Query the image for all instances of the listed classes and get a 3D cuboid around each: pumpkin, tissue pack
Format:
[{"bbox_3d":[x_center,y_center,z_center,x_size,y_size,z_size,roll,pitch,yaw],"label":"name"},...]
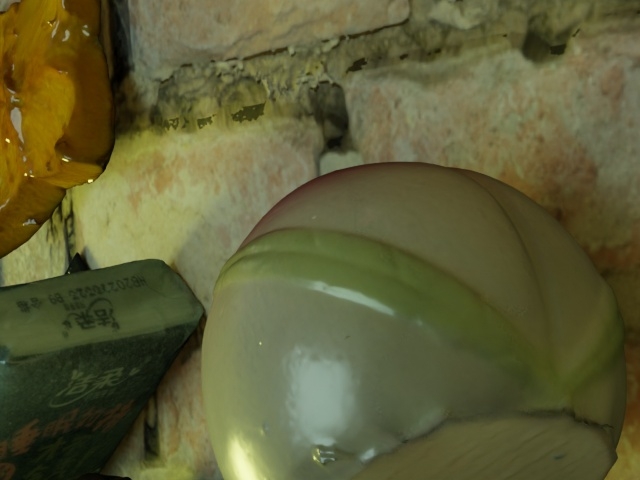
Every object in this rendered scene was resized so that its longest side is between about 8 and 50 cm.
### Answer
[{"bbox_3d":[-0.295,-0.152,1.656,0.258,0.095,0.290,-33,64,43],"label":"pumpkin"},{"bbox_3d":[-0.272,0.161,1.569,0.103,0.228,0.316,54,131,23],"label":"tissue pack"}]

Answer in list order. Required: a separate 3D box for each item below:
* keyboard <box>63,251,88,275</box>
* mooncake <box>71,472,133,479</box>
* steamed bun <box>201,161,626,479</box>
[{"bbox_3d":[-0.277,0.103,1.731,0.067,0.011,0.202,59,133,28],"label":"keyboard"},{"bbox_3d":[-0.212,0.328,1.529,0.124,0.228,0.228,32,118,51],"label":"mooncake"},{"bbox_3d":[0.051,0.063,1.153,0.309,0.309,0.309,8,101,48],"label":"steamed bun"}]
